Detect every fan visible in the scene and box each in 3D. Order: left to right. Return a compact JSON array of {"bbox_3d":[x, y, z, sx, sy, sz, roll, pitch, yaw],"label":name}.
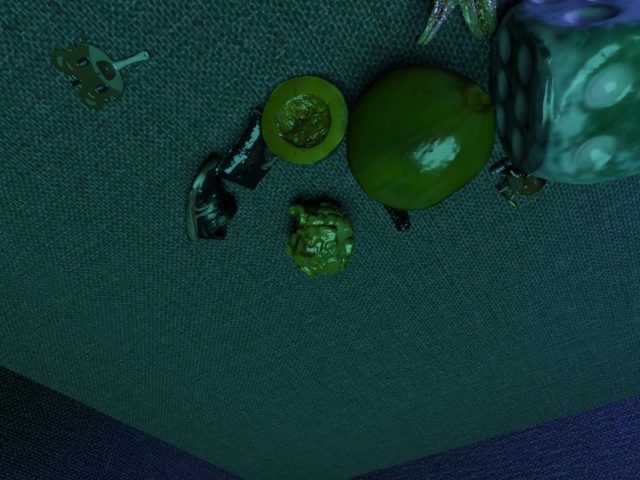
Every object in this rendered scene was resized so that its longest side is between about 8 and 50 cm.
[{"bbox_3d":[-0.508,-0.408,1.008,0.227,0.008,0.152,-16,129,12],"label":"fan"}]

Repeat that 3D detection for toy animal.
[{"bbox_3d":[0.582,-0.184,1.189,0.188,0.089,0.179,18,125,-42],"label":"toy animal"}]

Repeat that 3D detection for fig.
[{"bbox_3d":[0.226,-0.235,0.957,0.344,0.343,0.343,-1,131,-1],"label":"fig"}]

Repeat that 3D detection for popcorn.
[{"bbox_3d":[-0.011,-0.005,1.264,0.217,0.181,0.235,21,122,-17],"label":"popcorn"}]

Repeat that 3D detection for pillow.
[{"bbox_3d":[-0.172,-0.230,1.126,0.141,0.055,0.208,23,116,-37],"label":"pillow"}]

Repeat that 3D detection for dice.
[{"bbox_3d":[0.564,-0.340,0.893,0.348,0.330,0.328,-14,131,6],"label":"dice"}]

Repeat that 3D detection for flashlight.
[{"bbox_3d":[0.531,-0.222,1.197,0.110,0.031,0.052,-31,162,29],"label":"flashlight"}]

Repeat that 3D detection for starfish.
[{"bbox_3d":[0.280,-0.550,0.857,0.303,0.113,0.312,17,119,-19],"label":"starfish"}]

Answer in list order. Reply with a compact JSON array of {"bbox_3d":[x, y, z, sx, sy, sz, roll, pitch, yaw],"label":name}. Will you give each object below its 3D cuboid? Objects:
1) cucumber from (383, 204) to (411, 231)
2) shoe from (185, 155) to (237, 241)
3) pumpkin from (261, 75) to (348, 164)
[{"bbox_3d":[0.218,-0.102,1.270,0.058,0.058,0.187,-26,127,19],"label":"cucumber"},{"bbox_3d":[-0.307,-0.100,1.211,0.137,0.114,0.291,13,132,-7],"label":"shoe"},{"bbox_3d":[-0.029,-0.283,1.059,0.217,0.217,0.110,-17,168,12],"label":"pumpkin"}]
